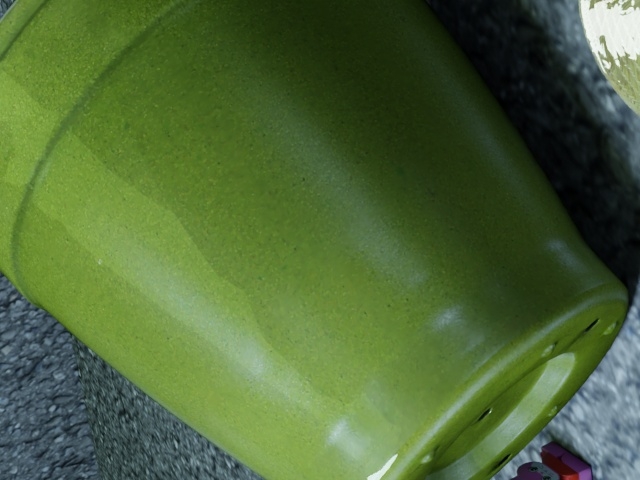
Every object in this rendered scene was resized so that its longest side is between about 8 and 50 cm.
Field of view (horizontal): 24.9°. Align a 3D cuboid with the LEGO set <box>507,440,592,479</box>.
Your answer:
[{"bbox_3d":[0.194,0.238,0.995,0.227,0.093,0.087,33,139,57],"label":"LEGO set"}]

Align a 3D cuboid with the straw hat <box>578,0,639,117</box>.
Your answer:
[{"bbox_3d":[0.201,-0.110,0.698,0.144,0.061,0.144,36,148,27],"label":"straw hat"}]

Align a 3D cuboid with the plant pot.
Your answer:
[{"bbox_3d":[0.000,0.000,0.957,0.353,0.366,0.366,46,152,22],"label":"plant pot"}]
